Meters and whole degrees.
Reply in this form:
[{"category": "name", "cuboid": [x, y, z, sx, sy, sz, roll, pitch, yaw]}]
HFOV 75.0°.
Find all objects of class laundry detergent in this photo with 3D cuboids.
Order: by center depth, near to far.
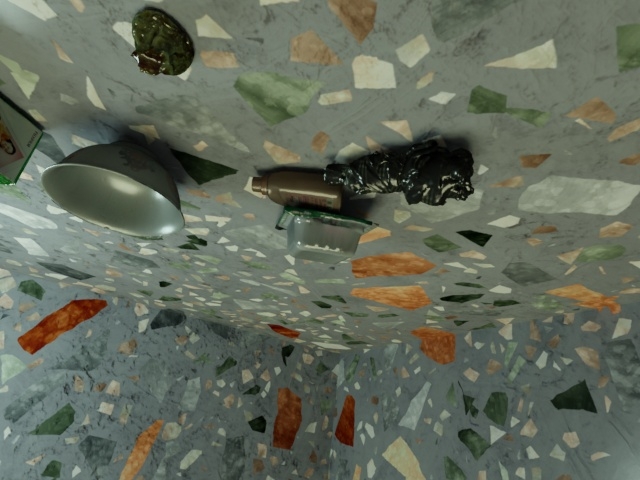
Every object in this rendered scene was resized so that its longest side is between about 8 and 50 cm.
[{"category": "laundry detergent", "cuboid": [-0.057, -0.119, 1.120, 0.236, 0.076, 0.171, 5, 158, 6]}]

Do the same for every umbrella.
[{"category": "umbrella", "cuboid": [0.180, -0.145, 0.965, 0.336, 0.128, 0.154, -2, 138, 33]}]

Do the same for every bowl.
[{"category": "bowl", "cuboid": [-0.507, -0.152, 1.084, 0.345, 0.157, 0.345, 6, 154, 3]}]

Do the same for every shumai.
[{"category": "shumai", "cuboid": [-0.286, -0.329, 0.740, 0.098, 0.087, 0.124, -5, 153, 21]}]

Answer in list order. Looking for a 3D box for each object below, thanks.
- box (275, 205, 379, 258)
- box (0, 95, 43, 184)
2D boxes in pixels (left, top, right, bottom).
[{"category": "box", "cuboid": [0.000, 0.000, 1.221, 0.264, 0.106, 0.336, 11, 169, -9]}, {"category": "box", "cuboid": [-0.779, -0.254, 0.929, 0.102, 0.180, 0.250, 4, 156, 17]}]
